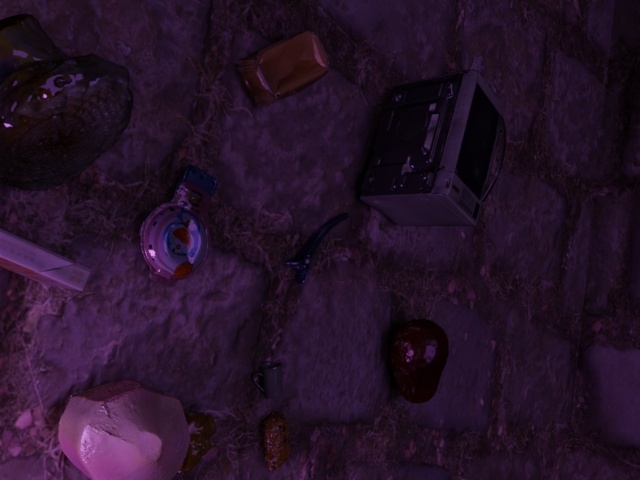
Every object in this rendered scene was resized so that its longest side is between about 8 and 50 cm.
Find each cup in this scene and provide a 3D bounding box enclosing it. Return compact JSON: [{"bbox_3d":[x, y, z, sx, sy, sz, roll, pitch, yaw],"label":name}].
[{"bbox_3d":[-0.133,0.365,1.706,0.075,0.054,0.083,-9,98,-42],"label":"cup"}]

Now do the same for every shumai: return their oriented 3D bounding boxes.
[{"bbox_3d":[-0.551,-0.286,1.276,0.309,0.304,0.263,-28,74,-36],"label":"shumai"}]

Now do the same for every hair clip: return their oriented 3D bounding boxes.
[{"bbox_3d":[0.000,0.000,1.829,0.275,0.048,0.083,-50,117,-31],"label":"hair clip"}]

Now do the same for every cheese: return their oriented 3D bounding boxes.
[{"bbox_3d":[-0.320,-0.034,1.525,0.189,0.074,0.286,33,68,-39],"label":"cheese"}]

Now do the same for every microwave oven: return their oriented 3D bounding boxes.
[{"bbox_3d":[0.331,-0.266,1.931,0.247,0.333,0.394,31,69,-41],"label":"microwave oven"}]

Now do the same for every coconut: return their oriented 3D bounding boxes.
[{"bbox_3d":[-0.392,0.394,1.347,0.233,0.245,0.233,1,89,-42],"label":"coconut"}]

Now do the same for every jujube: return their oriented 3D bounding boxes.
[{"bbox_3d":[0.304,0.371,2.021,0.190,0.190,0.255,-16,108,-41],"label":"jujube"}]

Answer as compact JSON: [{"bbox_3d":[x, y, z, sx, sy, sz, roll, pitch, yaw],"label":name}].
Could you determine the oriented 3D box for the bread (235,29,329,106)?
[{"bbox_3d":[-0.093,-0.447,1.702,0.241,0.107,0.136,-39,112,-35],"label":"bread"}]

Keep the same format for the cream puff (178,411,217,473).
[{"bbox_3d":[-0.307,0.459,1.505,0.156,0.121,0.156,0,90,-41],"label":"cream puff"}]

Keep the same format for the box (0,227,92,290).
[{"bbox_3d":[-0.613,-0.004,1.175,0.365,0.204,0.051,31,70,-37],"label":"box"}]

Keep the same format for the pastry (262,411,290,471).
[{"bbox_3d":[-0.115,0.526,1.721,0.080,0.056,0.140,-20,101,-52],"label":"pastry"}]
